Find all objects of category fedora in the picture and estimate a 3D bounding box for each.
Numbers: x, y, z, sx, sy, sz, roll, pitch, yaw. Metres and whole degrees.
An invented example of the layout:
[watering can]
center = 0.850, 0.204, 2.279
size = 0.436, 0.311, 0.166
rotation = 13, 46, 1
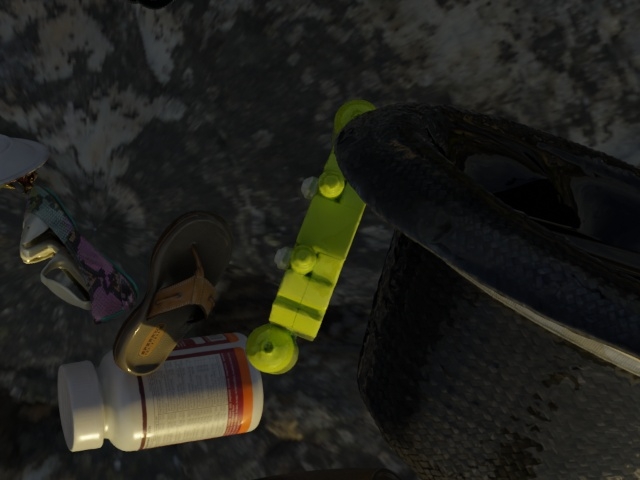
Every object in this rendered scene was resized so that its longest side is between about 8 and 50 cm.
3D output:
[fedora]
center = 0.139, 0.061, 0.659
size = 0.334, 0.334, 0.152
rotation = 23, 109, -9

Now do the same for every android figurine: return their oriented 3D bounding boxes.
[android figurine]
center = 0.000, 0.000, 1.148
size = 0.056, 0.273, 0.248
rotation = 21, 86, 2

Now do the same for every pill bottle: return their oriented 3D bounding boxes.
[pill bottle]
center = -0.187, 0.179, 1.552
size = 0.221, 0.121, 0.121
rotation = -6, 92, -20

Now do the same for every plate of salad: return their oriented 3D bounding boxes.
[plate of salad]
center = -0.328, -0.050, 1.125
size = 0.200, 0.200, 0.048
rotation = -9, 109, -9

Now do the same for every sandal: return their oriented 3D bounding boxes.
[sandal]
center = -0.154, 0.066, 1.426
size = 0.090, 0.060, 0.219
rotation = 17, 114, -38

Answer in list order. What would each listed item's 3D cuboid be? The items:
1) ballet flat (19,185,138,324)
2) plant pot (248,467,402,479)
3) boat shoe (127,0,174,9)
[ballet flat]
center = -0.304, 0.017, 1.572
size = 0.079, 0.077, 0.221
rotation = -31, 59, -26
[plant pot]
center = -0.013, 0.323, 1.354
size = 0.230, 0.215, 0.215
rotation = -27, 96, 24
[boat shoe]
center = -0.193, -0.308, 1.446
size = 0.127, 0.340, 0.113
rotation = -23, 92, 0
